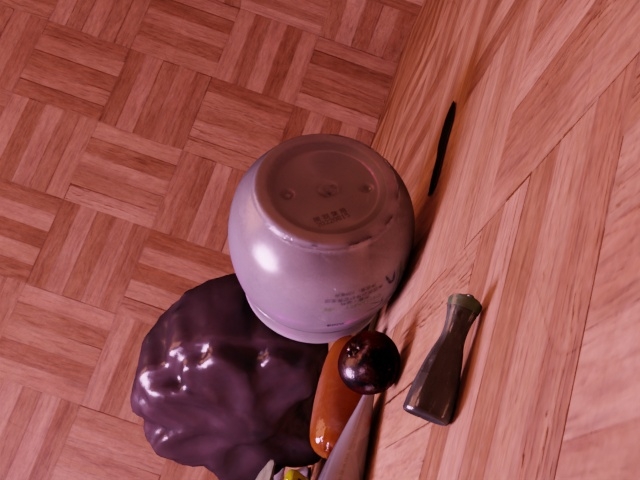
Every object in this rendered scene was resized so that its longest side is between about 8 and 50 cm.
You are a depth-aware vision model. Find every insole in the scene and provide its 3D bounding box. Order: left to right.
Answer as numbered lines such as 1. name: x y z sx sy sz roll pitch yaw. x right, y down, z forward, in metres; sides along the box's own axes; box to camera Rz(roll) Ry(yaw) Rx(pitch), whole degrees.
1. insole: 0.187 -0.145 1.408 0.064 0.004 0.188 111 177 -55

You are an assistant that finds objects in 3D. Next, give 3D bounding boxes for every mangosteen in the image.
1. mangosteen: 0.062 0.153 1.123 0.081 0.081 0.081 -161 90 -88

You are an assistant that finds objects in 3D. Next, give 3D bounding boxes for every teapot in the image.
1. teapot: 0.108 0.100 0.784 0.043 0.042 0.111 117 176 -77

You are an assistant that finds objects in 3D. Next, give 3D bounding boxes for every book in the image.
1. book: 0.086 0.125 1.593 0.172 0.012 0.118 114 173 -73

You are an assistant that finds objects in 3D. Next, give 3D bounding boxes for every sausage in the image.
1. sausage: 0.030 0.223 1.312 0.076 0.076 0.198 111 176 -48

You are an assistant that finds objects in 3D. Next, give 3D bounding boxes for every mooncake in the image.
1. mooncake: -0.136 0.247 1.564 0.212 0.350 0.381 -89 -9 -50

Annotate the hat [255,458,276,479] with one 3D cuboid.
1. hat: -0.084 0.487 1.472 0.252 0.110 0.252 -64 3 6

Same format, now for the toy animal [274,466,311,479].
1. toy animal: -0.076 0.511 1.700 0.127 0.131 0.182 -21 49 44

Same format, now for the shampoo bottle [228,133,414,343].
1. shampoo bottle: 0.000 0.000 1.368 0.266 0.273 0.273 94 -169 -55

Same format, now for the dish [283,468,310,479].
1. dish: -0.036 0.412 1.285 0.208 0.080 0.149 -71 5 -56

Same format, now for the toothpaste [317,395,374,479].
1. toothpaste: 0.020 0.297 1.088 0.323 0.066 0.100 -66 -8 -53
